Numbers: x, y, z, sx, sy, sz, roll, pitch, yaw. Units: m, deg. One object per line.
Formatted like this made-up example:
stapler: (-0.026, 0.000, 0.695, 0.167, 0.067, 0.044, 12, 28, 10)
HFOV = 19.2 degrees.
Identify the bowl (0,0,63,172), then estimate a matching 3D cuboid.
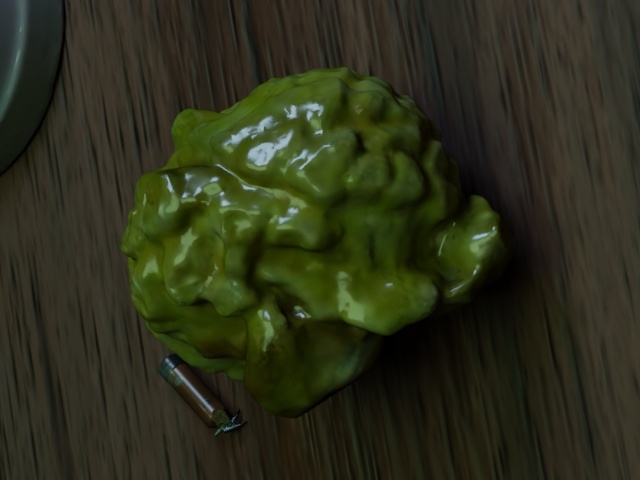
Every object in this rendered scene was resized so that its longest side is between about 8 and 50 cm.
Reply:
bowl: (-0.364, -0.181, 1.582, 0.287, 0.144, 0.286, -1, 88, 36)

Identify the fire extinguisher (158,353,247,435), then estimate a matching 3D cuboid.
fire extinguisher: (-0.089, 0.118, 1.438, 0.028, 0.022, 0.083, -42, 60, -7)

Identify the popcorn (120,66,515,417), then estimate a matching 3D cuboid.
popcorn: (0.000, 0.000, 1.271, 0.252, 0.206, 0.236, 22, 90, 19)
